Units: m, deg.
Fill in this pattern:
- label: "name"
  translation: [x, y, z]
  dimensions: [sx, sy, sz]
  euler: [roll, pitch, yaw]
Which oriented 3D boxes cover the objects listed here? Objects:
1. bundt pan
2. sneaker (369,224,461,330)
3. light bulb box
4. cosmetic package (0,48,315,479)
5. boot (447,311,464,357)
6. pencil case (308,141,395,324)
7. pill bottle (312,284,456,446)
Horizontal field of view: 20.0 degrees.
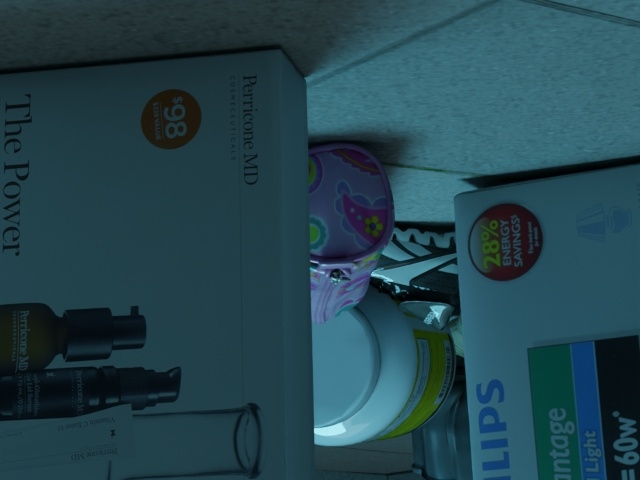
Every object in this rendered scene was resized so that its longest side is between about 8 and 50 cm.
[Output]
- label: "bundt pan"
  translation: [0.267, 0.210, 2.417]
  dimensions: [0.331, 0.124, 0.331]
  euler: [-14, -167, 3]
- label: "sneaker"
  translation: [0.099, 0.040, 1.879]
  dimensions: [0.234, 0.106, 0.078]
  euler: [0, 166, -3]
- label: "light bulb box"
  translation: [0.308, 0.138, 1.762]
  dimensions: [0.225, 0.357, 0.361]
  euler: [-9, 166, 25]
- label: "cosmetic package"
  translation: [-0.151, 0.060, 1.334]
  dimensions: [0.285, 0.377, 0.097]
  euler: [-4, 168, 10]
- label: "boot"
  translation: [0.268, 0.119, 2.315]
  dimensions: [0.213, 0.077, 0.165]
  euler: [6, 166, -8]
- label: "pencil case"
  translation: [0.000, 0.000, 1.667]
  dimensions: [0.124, 0.124, 0.284]
  euler: [0, 168, -5]
- label: "pill bottle"
  translation: [0.030, 0.133, 2.018]
  dimensions: [0.188, 0.187, 0.334]
  euler: [-5, 174, 15]
